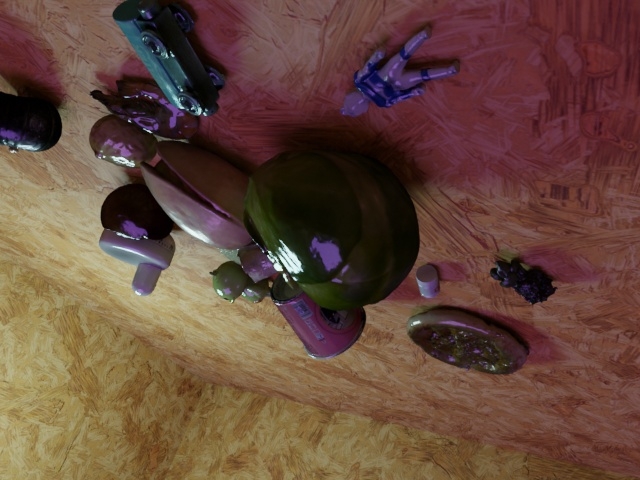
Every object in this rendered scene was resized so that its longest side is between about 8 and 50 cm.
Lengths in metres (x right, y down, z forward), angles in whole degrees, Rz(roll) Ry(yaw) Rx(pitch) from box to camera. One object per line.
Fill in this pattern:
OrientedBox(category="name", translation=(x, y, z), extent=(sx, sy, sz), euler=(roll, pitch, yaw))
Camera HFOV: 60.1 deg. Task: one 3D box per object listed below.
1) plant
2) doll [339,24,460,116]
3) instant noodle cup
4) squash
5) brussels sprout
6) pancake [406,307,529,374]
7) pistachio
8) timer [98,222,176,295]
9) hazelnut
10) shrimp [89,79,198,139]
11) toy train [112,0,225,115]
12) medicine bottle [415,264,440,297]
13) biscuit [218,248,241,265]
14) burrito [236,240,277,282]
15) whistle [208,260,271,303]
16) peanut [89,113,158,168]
OrientedBox(category="plant", translation=(0.466, 0.091, 1.289), extent=(0.174, 0.087, 0.085), euler=(24, 124, -16))
OrientedBox(category="doll", translation=(0.107, -0.265, 0.913), extent=(0.114, 0.057, 0.227), euler=(32, 143, -33))
OrientedBox(category="instant noodle cup", translation=(-0.020, 0.202, 1.710), extent=(0.243, 0.244, 0.255), euler=(-5, 135, 41))
OrientedBox(category="squash", translation=(-0.737, -0.290, 1.353), extent=(0.193, 0.156, 0.193), euler=(29, -165, -9))
OrientedBox(category="brussels sprout", translation=(0.027, -0.039, 1.130), extent=(0.371, 0.275, 0.315), euler=(46, 151, 9))
OrientedBox(category="pancake", translation=(0.452, 0.326, 1.731), extent=(0.381, 0.071, 0.382), euler=(17, 152, 9))
OrientedBox(category="pistachio", translation=(-0.276, -0.107, 1.310), extent=(0.317, 0.194, 0.214), euler=(34, -177, -15))
OrientedBox(category="timer", translation=(-0.581, 0.037, 1.747), extent=(0.233, 0.240, 0.233), euler=(14, 161, 5))
OrientedBox(category="hazelnut", translation=(-0.521, -0.072, 1.587), extent=(0.201, 0.170, 0.160), euler=(36, 145, -4))
OrientedBox(category="shrimp", translation=(-0.391, -0.295, 1.213), extent=(0.254, 0.059, 0.145), euler=(25, 150, -8))
OrientedBox(category="toy train", translation=(-0.280, -0.336, 1.027), extent=(0.159, 0.101, 0.248), euler=(21, 155, 32))
OrientedBox(category="medicine bottle", translation=(0.285, 0.109, 1.466), extent=(0.057, 0.057, 0.089), euler=(8, 150, 24))
OrientedBox(category="biscuit", translation=(-0.233, 0.030, 1.667), extent=(0.150, 0.052, 0.252), euler=(33, 162, -14))
OrientedBox(category="burrito", translation=(-0.057, 0.003, 1.350), extent=(0.299, 0.143, 0.105), euler=(-23, 108, 7))
OrientedBox(category="whistle", translation=(-0.247, 0.168, 1.875), extent=(0.294, 0.141, 0.141), euler=(35, 150, -25))
OrientedBox(category="peanut", translation=(-0.470, -0.236, 1.327), extent=(0.159, 0.109, 0.140), euler=(13, 165, -8))
